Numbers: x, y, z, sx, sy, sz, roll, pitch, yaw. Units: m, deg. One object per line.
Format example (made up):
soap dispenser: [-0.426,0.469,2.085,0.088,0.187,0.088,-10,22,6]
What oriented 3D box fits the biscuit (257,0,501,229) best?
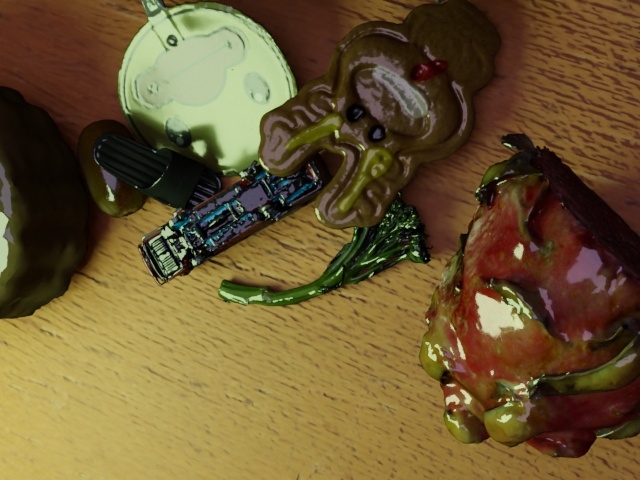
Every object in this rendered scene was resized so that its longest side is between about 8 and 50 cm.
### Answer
biscuit: [0.074,-0.151,1.396,0.186,0.044,0.295,42,86,-1]

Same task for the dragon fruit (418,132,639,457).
dragon fruit: [0.224,0.098,1.259,0.263,0.296,0.314,-44,68,16]

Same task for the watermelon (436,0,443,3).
watermelon: [0.145,-0.427,1.308,0.222,0.292,0.319,18,116,47]

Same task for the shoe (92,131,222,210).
shoe: [-0.192,-0.083,1.480,0.159,0.053,0.062,23,78,-7]

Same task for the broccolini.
broccolini: [-0.007,0.004,1.462,0.272,0.062,0.123,-18,73,20]

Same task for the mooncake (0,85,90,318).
mooncake: [-0.443,-0.044,1.527,0.324,0.187,0.324,1,92,23]

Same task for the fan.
fan: [-0.157,-0.208,1.472,0.230,0.011,0.335,-26,102,28]

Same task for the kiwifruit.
kiwifruit: [-0.252,-0.089,1.531,0.075,0.075,0.124,-21,79,16]

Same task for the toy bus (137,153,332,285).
toy bus: [-0.097,-0.029,1.464,0.235,0.096,0.073,-29,81,15]
